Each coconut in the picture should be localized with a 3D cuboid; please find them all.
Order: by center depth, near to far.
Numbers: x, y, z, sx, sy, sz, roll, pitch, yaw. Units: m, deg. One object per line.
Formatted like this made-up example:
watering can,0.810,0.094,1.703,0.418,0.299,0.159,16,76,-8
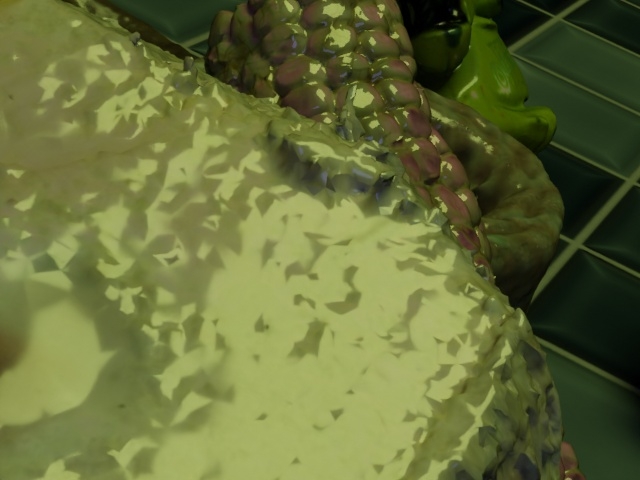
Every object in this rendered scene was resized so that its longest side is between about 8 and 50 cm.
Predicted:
coconut,-0.088,0.090,0.508,0.297,0.254,0.297,0,52,0

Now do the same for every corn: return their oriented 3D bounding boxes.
corn,0.028,0.034,0.735,0.126,0.126,0.335,-5,73,-42

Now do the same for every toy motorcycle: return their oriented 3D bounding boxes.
toy motorcycle,0.065,-0.115,1.120,0.142,0.206,0.342,-5,6,-4

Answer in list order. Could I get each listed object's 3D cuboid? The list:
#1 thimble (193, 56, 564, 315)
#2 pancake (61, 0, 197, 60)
thimble,0.006,0.003,0.918,0.229,0.148,0.196,2,33,-30
pancake,-0.182,-0.134,1.161,0.222,0.042,0.236,4,29,-25
